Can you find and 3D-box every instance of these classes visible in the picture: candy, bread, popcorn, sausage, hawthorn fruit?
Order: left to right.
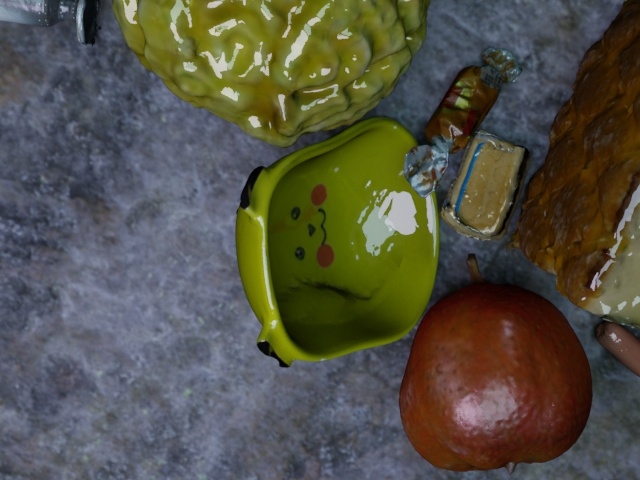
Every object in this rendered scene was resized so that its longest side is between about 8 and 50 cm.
[{"bbox_3d":[-0.039,-0.216,0.669,0.270,0.258,0.224,-24,139,-31],"label":"popcorn"},{"bbox_3d":[0.140,-0.126,0.764,0.053,0.046,0.182,33,78,7],"label":"candy"},{"bbox_3d":[0.170,-0.053,0.792,0.072,0.053,0.106,22,88,0],"label":"bread"},{"bbox_3d":[0.174,0.122,0.788,0.197,0.196,0.225,-7,79,3],"label":"hawthorn fruit"},{"bbox_3d":[0.339,0.120,0.842,0.083,0.034,0.034,39,101,-8],"label":"sausage"},{"bbox_3d":[0.331,-0.066,0.683,0.207,0.279,0.279,20,100,-1],"label":"bread"}]

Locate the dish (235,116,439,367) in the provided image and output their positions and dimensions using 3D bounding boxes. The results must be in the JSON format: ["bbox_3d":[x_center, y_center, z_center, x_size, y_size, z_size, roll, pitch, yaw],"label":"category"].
[{"bbox_3d":[0.000,0.000,0.749,0.108,0.262,0.221,2,105,44],"label":"dish"}]

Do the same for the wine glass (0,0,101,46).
[{"bbox_3d":[-0.299,-0.241,0.759,0.155,0.072,0.072,11,103,-2],"label":"wine glass"}]
